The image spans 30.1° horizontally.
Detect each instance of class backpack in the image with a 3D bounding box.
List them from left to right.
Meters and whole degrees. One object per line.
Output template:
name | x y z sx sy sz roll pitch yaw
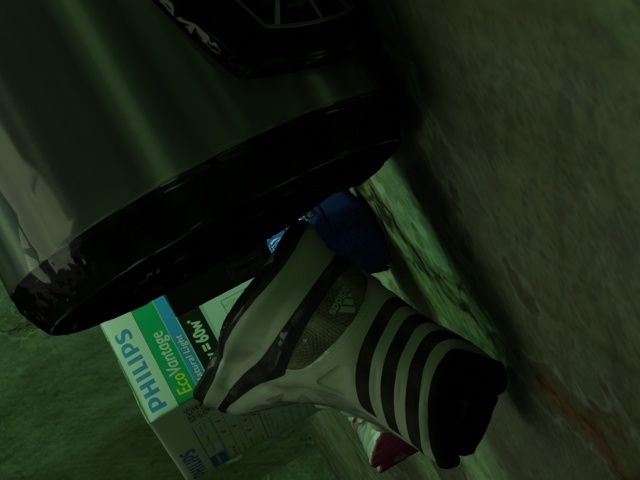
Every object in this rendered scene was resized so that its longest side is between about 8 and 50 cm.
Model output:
backpack | 0.000 0.000 1.344 0.098 0.120 0.101 53 167 54

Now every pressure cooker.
pressure cooker | -0.177 -0.173 1.000 0.420 0.375 0.370 61 175 5

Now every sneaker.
sneaker | 0.026 0.150 1.177 0.257 0.169 0.447 34 164 3
sneaker | 0.087 0.257 1.697 0.111 0.103 0.252 58 170 16

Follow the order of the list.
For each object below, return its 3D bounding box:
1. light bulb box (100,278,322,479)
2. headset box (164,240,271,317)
light bulb box | -0.152 0.205 2.103 0.225 0.361 0.358 58 170 27
headset box | -0.162 -0.061 1.716 0.283 0.246 0.131 55 169 35
